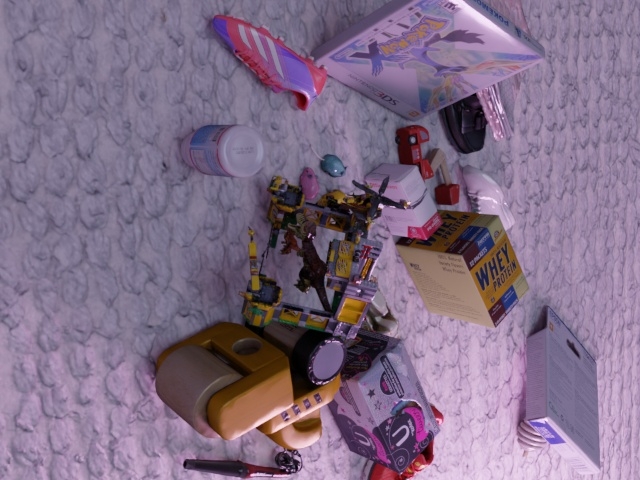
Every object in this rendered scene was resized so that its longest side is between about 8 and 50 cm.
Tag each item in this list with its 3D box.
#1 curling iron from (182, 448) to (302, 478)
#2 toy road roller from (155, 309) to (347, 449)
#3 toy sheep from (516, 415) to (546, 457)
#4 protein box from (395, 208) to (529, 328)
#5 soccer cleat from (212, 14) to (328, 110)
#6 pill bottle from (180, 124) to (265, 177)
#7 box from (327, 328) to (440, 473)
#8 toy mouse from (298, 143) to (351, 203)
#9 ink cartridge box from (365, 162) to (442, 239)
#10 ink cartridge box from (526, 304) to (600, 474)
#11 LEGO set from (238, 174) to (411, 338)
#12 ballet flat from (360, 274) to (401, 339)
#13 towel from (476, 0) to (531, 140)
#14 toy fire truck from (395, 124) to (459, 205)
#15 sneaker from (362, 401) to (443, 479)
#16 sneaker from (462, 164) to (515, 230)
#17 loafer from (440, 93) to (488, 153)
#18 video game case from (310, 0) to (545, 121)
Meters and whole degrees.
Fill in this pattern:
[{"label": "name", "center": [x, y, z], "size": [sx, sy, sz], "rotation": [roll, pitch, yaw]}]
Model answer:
[{"label": "curling iron", "center": [-0.145, 0.425, 1.476], "size": [0.274, 0.035, 0.068], "rotation": [11, 85, -39]}, {"label": "toy road roller", "center": [-0.111, 0.277, 1.383], "size": [0.330, 0.202, 0.240], "rotation": [-21, 120, -34]}, {"label": "toy sheep", "center": [0.550, 0.500, 1.991], "size": [0.091, 0.091, 0.132], "rotation": [7, 98, -38]}, {"label": "protein box", "center": [0.306, 0.056, 1.663], "size": [0.136, 0.200, 0.201], "rotation": [-43, 119, -25]}, {"label": "soccer cleat", "center": [-0.093, -0.320, 1.383], "size": [0.248, 0.083, 0.095], "rotation": [22, 95, -37]}, {"label": "pill bottle", "center": [-0.168, -0.151, 1.293], "size": [0.087, 0.160, 0.087], "rotation": [-7, 101, -37]}, {"label": "box", "center": [0.112, 0.324, 1.576], "size": [0.142, 0.163, 0.247], "rotation": [-39, 118, -29]}, {"label": "toy mouse", "center": [0.008, -0.122, 1.515], "size": [0.161, 0.031, 0.143], "rotation": [-26, 111, -32]}, {"label": "ink cartridge box", "center": [0.172, -0.083, 1.597], "size": [0.063, 0.109, 0.150], "rotation": [-41, 119, -25]}, {"label": "ink cartridge box", "center": [0.637, 0.393, 2.021], "size": [0.324, 0.071, 0.330], "rotation": [44, 42, -33]}, {"label": "LEGO set", "center": [0.000, 0.000, 1.322], "size": [0.255, 0.192, 0.331], "rotation": [20, 52, 1]}, {"label": "ballet flat", "center": [0.117, 0.157, 1.612], "size": [0.091, 0.077, 0.241], "rotation": [-47, 122, -24]}, {"label": "towel", "center": [0.381, -0.432, 1.647], "size": [0.332, 0.053, 0.317], "rotation": [51, 48, -50]}, {"label": "toy fire truck", "center": [0.234, -0.161, 1.674], "size": [0.135, 0.047, 0.192], "rotation": [-18, 107, -35]}, {"label": "sneaker", "center": [0.184, 0.482, 1.684], "size": [0.107, 0.118, 0.279], "rotation": [30, 78, -36]}, {"label": "sneaker", "center": [0.376, -0.079, 1.782], "size": [0.094, 0.080, 0.212], "rotation": [-46, 123, -10]}, {"label": "loafer", "center": [0.322, -0.333, 1.684], "size": [0.109, 0.095, 0.302], "rotation": [-26, 112, -34]}, {"label": "video game case", "center": [0.198, -0.347, 1.450], "size": [0.300, 0.329, 0.036], "rotation": [21, 62, -38]}]
